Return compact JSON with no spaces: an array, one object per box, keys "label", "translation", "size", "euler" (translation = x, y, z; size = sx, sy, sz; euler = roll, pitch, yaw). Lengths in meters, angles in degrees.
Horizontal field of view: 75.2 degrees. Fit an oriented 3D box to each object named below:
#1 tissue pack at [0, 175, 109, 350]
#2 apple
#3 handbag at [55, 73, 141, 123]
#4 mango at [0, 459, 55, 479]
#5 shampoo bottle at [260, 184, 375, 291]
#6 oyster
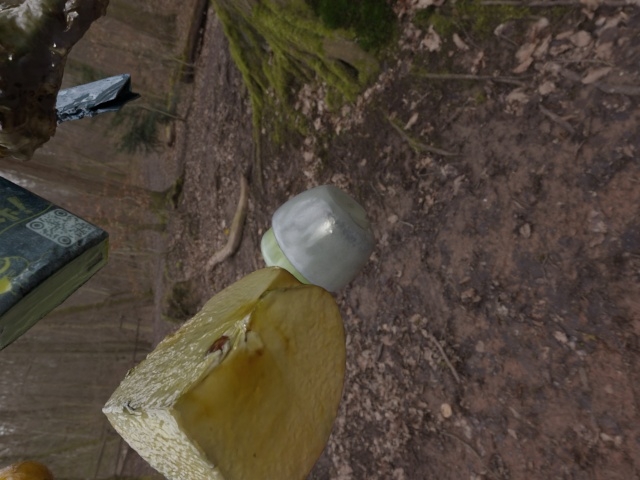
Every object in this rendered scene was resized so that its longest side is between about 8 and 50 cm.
[{"label":"tissue pack","translation":[-0.417,-0.002,0.484],"size":[0.081,0.257,0.185],"euler":[-63,0,35]},{"label":"apple","translation":[-0.116,0.193,0.626],"size":[0.309,0.314,0.252],"euler":[-47,-23,-49]},{"label":"handbag","translation":[-0.555,-0.325,0.981],"size":[0.144,0.221,0.057],"euler":[-89,-11,-50]},{"label":"mango","translation":[-0.562,0.497,0.723],"size":[0.227,0.147,0.109],"euler":[-56,-25,-11]},{"label":"shampoo bottle","translation":[0.000,0.000,1.303],"size":[0.317,0.322,0.323],"euler":[-37,31,19]},{"label":"oyster","translation":[-0.451,-0.282,0.651],"size":[0.337,0.133,0.198],"euler":[-59,-29,-12]}]
